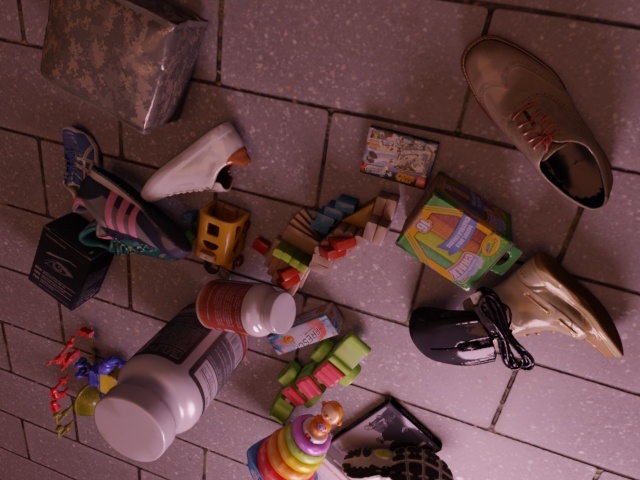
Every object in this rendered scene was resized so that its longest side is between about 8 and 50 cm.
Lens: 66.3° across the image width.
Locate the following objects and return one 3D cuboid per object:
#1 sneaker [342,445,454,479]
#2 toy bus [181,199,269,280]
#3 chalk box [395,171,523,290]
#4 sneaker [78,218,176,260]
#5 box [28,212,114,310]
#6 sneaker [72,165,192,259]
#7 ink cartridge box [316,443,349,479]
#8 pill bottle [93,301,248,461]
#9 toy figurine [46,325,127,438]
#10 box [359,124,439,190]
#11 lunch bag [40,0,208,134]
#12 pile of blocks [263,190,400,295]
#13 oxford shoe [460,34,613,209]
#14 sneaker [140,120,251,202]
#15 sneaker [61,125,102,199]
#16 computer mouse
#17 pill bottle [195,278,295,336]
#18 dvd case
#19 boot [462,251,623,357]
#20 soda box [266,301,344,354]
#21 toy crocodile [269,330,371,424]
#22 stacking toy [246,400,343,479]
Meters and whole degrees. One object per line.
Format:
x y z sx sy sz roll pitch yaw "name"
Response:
0.196 0.585 1.229 0.279 0.107 0.118 -1 133 23 "sneaker"
-0.237 0.012 1.130 0.191 0.104 0.202 -24 103 28 "toy bus"
0.272 -0.006 0.924 0.213 0.132 0.132 33 121 3 "chalk box"
-0.460 0.007 1.205 0.275 0.110 0.107 11 119 14 "sneaker"
-0.655 0.056 1.297 0.153 0.108 0.207 37 120 1 "box"
-0.435 -0.033 1.126 0.319 0.112 0.131 38 94 17 "sneaker"
0.007 0.639 1.356 0.109 0.063 0.150 44 120 -3 "ink cartridge box"
-0.338 0.315 1.157 0.210 0.363 0.210 8 115 17 "pill bottle"
-0.631 0.446 1.432 0.217 0.191 0.362 17 119 6 "toy figurine"
0.152 -0.162 0.955 0.137 0.027 0.093 18 117 11 "box"
-0.406 -0.387 0.970 0.287 0.169 0.235 28 120 0 "lunch bag"
0.000 0.000 1.036 0.362 0.112 0.149 -34 99 29 "pile of blocks"
0.364 -0.196 0.804 0.348 0.130 0.123 44 120 -4 "oxford shoe"
-0.276 -0.134 1.075 0.290 0.106 0.123 -28 103 29 "sneaker"
-0.577 -0.170 1.181 0.080 0.081 0.211 -3 111 22 "sneaker"
0.267 0.192 0.984 0.272 0.072 0.188 -16 108 57 "computer mouse"
-0.169 0.155 1.118 0.216 0.121 0.121 2 115 33 "pill bottle"
0.165 0.524 1.267 0.179 0.029 0.238 43 121 -3 "dvd case"
0.436 0.165 0.969 0.262 0.095 0.203 41 125 -11 "boot"
-0.036 0.212 1.174 0.183 0.063 0.058 -26 103 28 "soda box"
-0.010 0.336 1.199 0.115 0.105 0.340 46 119 -5 "toy crocodile"
-0.034 0.495 1.207 0.175 0.166 0.301 49 120 23 "stacking toy"
